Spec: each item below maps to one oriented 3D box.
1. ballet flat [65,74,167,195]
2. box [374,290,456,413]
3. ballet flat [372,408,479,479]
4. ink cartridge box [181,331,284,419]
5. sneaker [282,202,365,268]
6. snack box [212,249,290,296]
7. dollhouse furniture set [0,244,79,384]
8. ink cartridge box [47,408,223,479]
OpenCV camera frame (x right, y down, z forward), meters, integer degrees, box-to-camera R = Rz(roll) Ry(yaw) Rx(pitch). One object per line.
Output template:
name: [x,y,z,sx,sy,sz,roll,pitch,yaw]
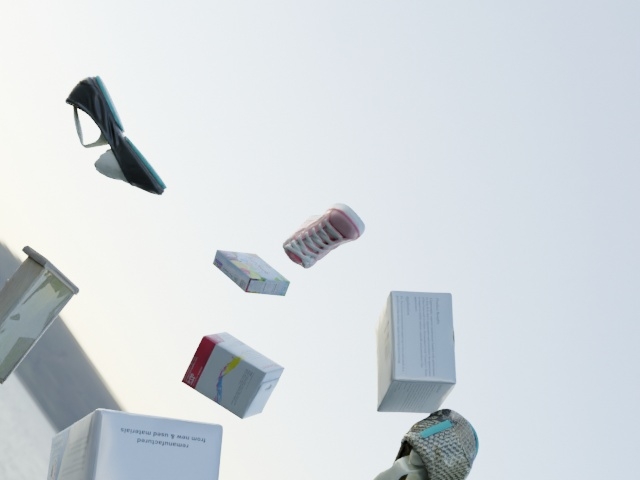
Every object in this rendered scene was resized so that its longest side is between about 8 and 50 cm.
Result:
ballet flat: [-0.392,-0.180,1.952,0.280,0.096,0.095,57,-2,17]
box: [0.173,0.210,1.931,0.182,0.119,0.181,104,-12,-61]
ballet flat: [0.136,0.501,1.885,0.164,0.182,0.482,49,-44,39]
ink cartridge box: [-0.198,0.309,2.388,0.176,0.127,0.128,29,7,17]
sneaker: [0.000,0.000,1.218,0.051,0.070,0.134,48,-23,-12]
snack box: [-0.140,0.065,2.095,0.141,0.100,0.037,36,-69,47]
dollhouse furniture set: [-0.475,0.051,1.385,0.242,0.161,0.212,31,-14,21]
ink cartridge box: [-0.254,0.430,1.283,0.285,0.166,0.394,146,-49,-61]
